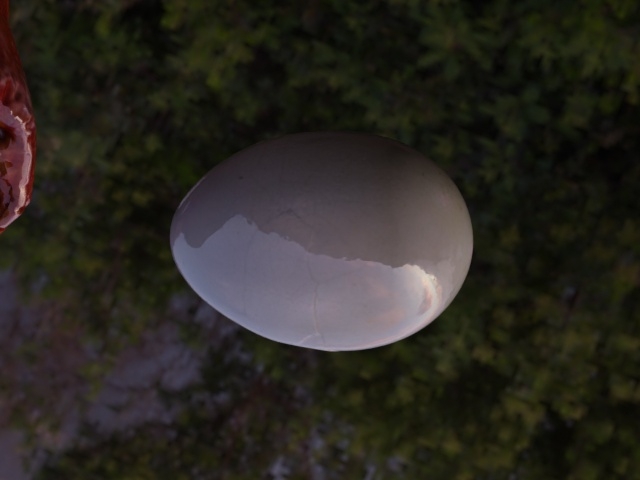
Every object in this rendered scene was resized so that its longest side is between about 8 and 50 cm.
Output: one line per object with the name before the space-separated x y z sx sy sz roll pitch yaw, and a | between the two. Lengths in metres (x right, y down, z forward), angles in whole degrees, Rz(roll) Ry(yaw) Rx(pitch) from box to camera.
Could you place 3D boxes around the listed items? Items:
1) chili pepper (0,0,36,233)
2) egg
chili pepper | -0.295 -0.145 1.103 0.229 0.305 0.251 -15 146 -19
egg | 0.000 0.000 1.098 0.209 0.151 0.151 0 161 9
